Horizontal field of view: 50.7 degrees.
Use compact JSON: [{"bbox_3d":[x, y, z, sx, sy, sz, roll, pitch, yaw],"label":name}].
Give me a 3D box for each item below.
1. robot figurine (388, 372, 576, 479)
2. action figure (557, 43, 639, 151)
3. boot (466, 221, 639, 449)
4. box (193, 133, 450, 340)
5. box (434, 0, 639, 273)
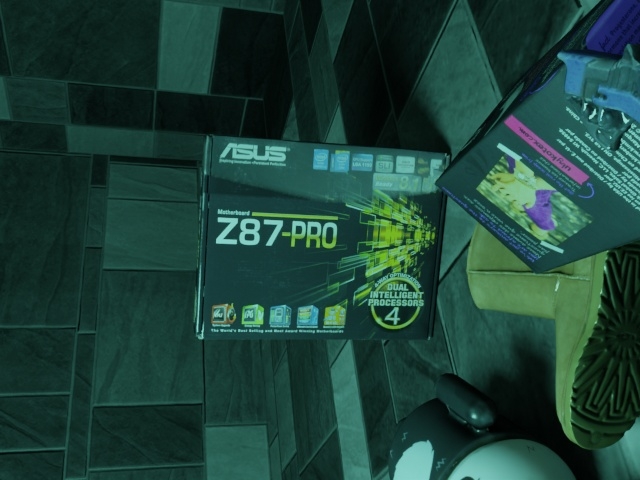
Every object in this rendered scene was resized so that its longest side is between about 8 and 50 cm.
[{"bbox_3d":[0.181,0.287,0.801,0.174,0.209,0.278,-50,15,-5],"label":"robot figurine"},{"bbox_3d":[0.280,-0.012,0.315,0.341,0.178,0.330,-132,30,-50],"label":"action figure"},{"bbox_3d":[0.251,0.079,0.759,0.269,0.089,0.236,-174,99,-74],"label":"boot"},{"bbox_3d":[0.000,0.000,1.099,0.097,0.394,0.319,-151,65,-75],"label":"box"},{"bbox_3d":[0.232,-0.095,0.557,0.165,0.143,0.270,-49,0,-14],"label":"box"}]
